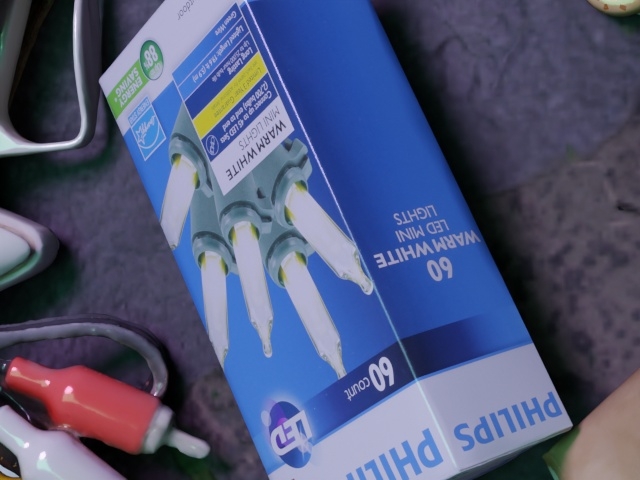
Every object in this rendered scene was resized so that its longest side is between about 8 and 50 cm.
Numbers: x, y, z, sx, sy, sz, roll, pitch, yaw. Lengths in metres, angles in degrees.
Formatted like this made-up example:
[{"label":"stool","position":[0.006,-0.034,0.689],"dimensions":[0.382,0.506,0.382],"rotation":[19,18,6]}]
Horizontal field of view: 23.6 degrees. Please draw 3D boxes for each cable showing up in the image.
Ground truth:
[{"label":"cable","position":[-0.189,0.066,0.773],"dimensions":[0.287,0.072,0.139],"rotation":[32,83,-13]}]

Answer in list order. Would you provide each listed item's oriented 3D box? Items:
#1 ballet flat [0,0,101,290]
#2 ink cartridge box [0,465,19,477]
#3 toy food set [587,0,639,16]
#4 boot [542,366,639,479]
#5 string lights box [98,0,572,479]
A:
[{"label":"ballet flat","position":[-0.189,-0.055,0.838],"dimensions":[0.124,0.116,0.342],"rotation":[19,93,6]},{"label":"ink cartridge box","position":[-0.273,0.262,0.801],"dimensions":[0.353,0.119,0.207],"rotation":[-36,69,12]},{"label":"toy food set","position":[0.159,-0.143,0.702],"dimensions":[0.083,0.020,0.082],"rotation":[6,91,27]},{"label":"boot","position":[0.190,0.014,0.647],"dimensions":[0.236,0.089,0.269],"rotation":[48,109,20]},{"label":"string lights box","position":[0.000,0.000,0.721],"dimensions":[0.133,0.077,0.260],"rotation":[-40,69,48]}]
